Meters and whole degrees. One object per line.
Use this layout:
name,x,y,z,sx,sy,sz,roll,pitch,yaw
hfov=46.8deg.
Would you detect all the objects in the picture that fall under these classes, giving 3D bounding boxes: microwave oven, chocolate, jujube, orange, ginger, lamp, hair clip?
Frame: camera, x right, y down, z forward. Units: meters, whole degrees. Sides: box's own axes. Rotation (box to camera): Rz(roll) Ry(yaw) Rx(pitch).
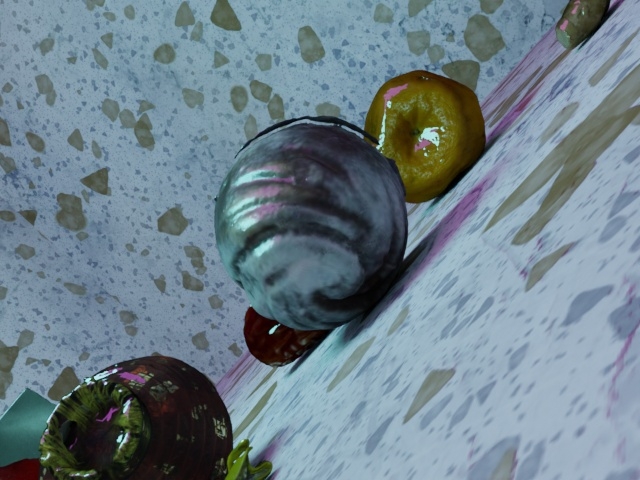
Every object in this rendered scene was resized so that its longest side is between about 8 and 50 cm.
microwave oven,-0.567,0.513,1.530,0.236,0.374,0.432,-56,5,-29
chocolate,0.000,0.000,1.026,0.303,0.303,0.213,-48,23,16
jujube,-0.043,0.112,1.282,0.230,0.155,0.155,-50,0,14
orange,0.191,-0.201,1.402,0.249,0.249,0.183,-48,-15,18
ginger,0.473,-0.407,1.326,0.190,0.068,0.095,-50,-23,-43
lamp,-0.215,0.250,0.862,0.247,0.247,0.247,-48,1,1
hair clip,-0.102,0.261,0.684,0.072,0.046,0.173,-51,-3,28

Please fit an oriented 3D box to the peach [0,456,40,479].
peach,-0.460,0.438,1.049,0.281,0.338,0.281,10,-90,-88
